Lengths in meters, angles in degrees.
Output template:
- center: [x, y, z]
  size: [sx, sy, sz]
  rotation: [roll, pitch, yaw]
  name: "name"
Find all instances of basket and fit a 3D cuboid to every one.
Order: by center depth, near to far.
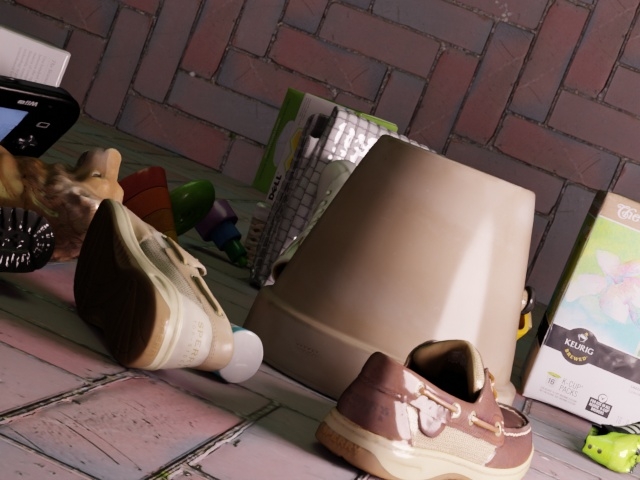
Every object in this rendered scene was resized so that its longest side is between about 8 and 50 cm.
- center: [-0.054, 0.006, 2.239]
  size: [0.113, 0.103, 0.167]
  rotation: [23, 5, 10]
  name: "basket"

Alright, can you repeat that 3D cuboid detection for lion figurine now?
- center: [-0.402, -0.057, 1.471]
  size: [0.392, 0.142, 0.240]
  rotation: [-2, 28, -41]
  name: "lion figurine"

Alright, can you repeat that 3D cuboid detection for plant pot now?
- center: [0.104, 0.039, 1.588]
  size: [0.323, 0.280, 0.323]
  rotation: [20, 6, -2]
  name: "plant pot"

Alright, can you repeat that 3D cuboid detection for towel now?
- center: [0.049, -0.030, 2.027]
  size: [0.235, 0.283, 0.121]
  rotation: [21, 1, -17]
  name: "towel"

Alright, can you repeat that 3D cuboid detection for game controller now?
- center: [-0.440, -0.148, 1.611]
  size: [0.319, 0.067, 0.166]
  rotation: [7, -24, -44]
  name: "game controller"

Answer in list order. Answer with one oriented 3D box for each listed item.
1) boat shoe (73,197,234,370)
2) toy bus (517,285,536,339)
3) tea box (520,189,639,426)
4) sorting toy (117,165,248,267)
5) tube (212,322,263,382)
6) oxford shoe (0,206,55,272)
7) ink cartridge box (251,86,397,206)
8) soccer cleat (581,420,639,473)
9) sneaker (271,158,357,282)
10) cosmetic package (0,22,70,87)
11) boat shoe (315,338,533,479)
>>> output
- center: [-0.164, 0.047, 1.348]
  size: [0.098, 0.109, 0.302]
  rotation: [16, 13, -27]
  name: "boat shoe"
- center: [0.255, 0.103, 2.018]
  size: [0.104, 0.191, 0.202]
  rotation: [20, 5, -22]
  name: "toy bus"
- center: [0.506, 0.129, 2.051]
  size: [0.329, 0.323, 0.220]
  rotation: [22, 5, 6]
  name: "tea box"
- center: [-0.191, -0.008, 2.021]
  size: [0.126, 0.127, 0.365]
  rotation: [54, 13, 16]
  name: "sorting toy"
- center: [-0.134, 0.088, 1.402]
  size: [0.080, 0.052, 0.207]
  rotation: [17, 2, -37]
  name: "tube"
- center: [-0.377, -0.009, 1.323]
  size: [0.227, 0.082, 0.096]
  rotation: [19, -13, -31]
  name: "oxford shoe"
- center: [-0.026, -0.135, 2.186]
  size: [0.255, 0.188, 0.097]
  rotation: [25, 8, 42]
  name: "ink cartridge box"
- center: [0.374, 0.250, 1.744]
  size: [0.072, 0.060, 0.179]
  rotation: [22, 8, 21]
  name: "soccer cleat"
- center: [0.000, 0.000, 1.834]
  size: [0.123, 0.106, 0.290]
  rotation: [13, 50, -19]
  name: "sneaker"
- center: [-0.473, -0.182, 1.779]
  size: [0.225, 0.224, 0.138]
  rotation: [20, 6, -25]
  name: "cosmetic package"
- center: [0.125, 0.155, 1.325]
  size: [0.123, 0.123, 0.342]
  rotation: [26, 7, 35]
  name: "boat shoe"
